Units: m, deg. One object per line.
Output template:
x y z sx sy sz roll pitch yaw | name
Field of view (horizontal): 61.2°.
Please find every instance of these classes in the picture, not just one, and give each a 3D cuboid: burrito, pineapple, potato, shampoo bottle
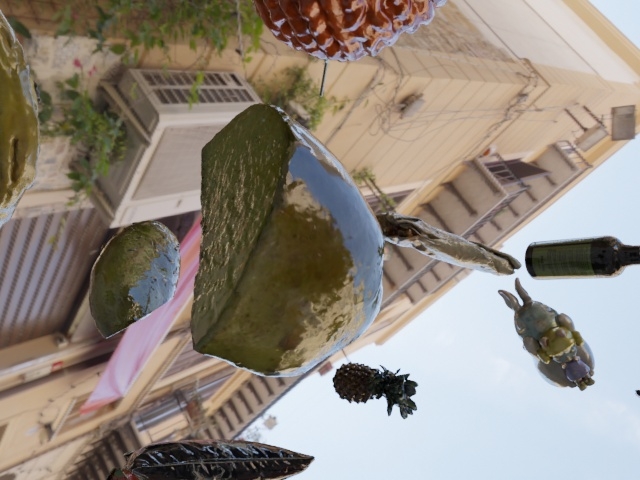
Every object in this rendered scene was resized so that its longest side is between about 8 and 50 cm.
0.304 0.011 1.293 0.117 0.392 0.076 -177 -76 -73 | burrito
0.101 0.298 1.092 0.221 0.083 0.103 -10 -90 55 | pineapple
-0.379 0.080 1.105 0.141 0.298 0.176 -28 -60 30 | potato
0.000 0.000 0.719 0.212 0.280 0.330 -34 -134 37 | potato
0.641 0.042 1.290 0.283 0.101 0.101 -8 -85 46 | shampoo bottle

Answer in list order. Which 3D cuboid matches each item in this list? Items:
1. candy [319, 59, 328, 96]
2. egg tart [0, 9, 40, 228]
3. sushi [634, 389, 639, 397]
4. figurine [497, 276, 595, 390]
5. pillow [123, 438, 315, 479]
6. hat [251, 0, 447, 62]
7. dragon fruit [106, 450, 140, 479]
0.013 -0.546 1.606 0.305 0.091 0.083 104 -6 -56 | candy
-0.445 -0.155 0.596 0.345 0.132 0.345 2 -70 5 | egg tart
0.556 0.288 0.881 0.047 0.050 0.099 -40 -132 27 | sushi
0.484 0.201 1.169 0.127 0.155 0.235 -35 -82 19 | figurine
-0.125 0.270 0.652 0.141 0.208 0.055 131 -38 -57 | pillow
0.009 -0.378 0.530 0.285 0.400 0.285 -4 -103 18 | hat
-0.308 0.474 0.995 0.137 0.135 0.236 30 -26 31 | dragon fruit
